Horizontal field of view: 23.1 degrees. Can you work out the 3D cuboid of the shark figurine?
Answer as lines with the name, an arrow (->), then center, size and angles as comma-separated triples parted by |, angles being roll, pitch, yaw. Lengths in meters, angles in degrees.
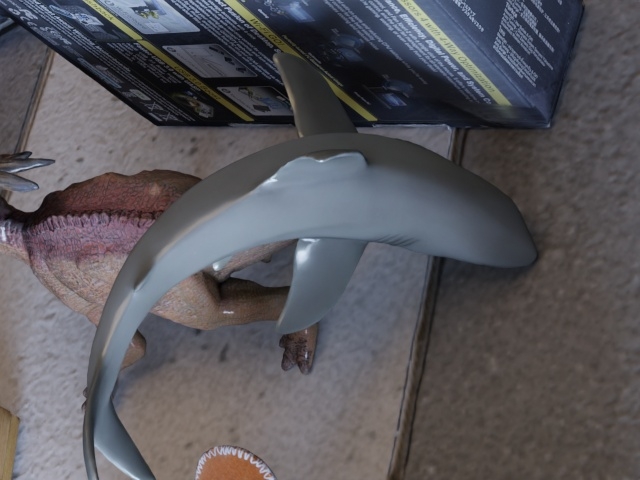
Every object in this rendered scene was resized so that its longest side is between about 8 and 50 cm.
shark figurine -> -0.028, -0.004, 0.771 | 0.278, 0.166, 0.116 | -29, -1, -21

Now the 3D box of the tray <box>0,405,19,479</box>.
tray -> -0.298, 0.301, 0.925 | 0.203, 0.076, 0.410 | -17, 53, 29

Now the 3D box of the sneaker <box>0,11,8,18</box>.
sneaker -> -0.267, -0.175, 1.192 | 0.152, 0.058, 0.084 | -60, 33, 2

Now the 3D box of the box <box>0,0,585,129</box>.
box -> -0.087, -0.186, 0.844 | 0.318, 0.395, 0.097 | 5, 68, 39

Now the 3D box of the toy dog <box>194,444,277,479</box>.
toy dog -> -0.029, 0.207, 0.717 | 0.334, 0.161, 0.220 | -12, 56, 31

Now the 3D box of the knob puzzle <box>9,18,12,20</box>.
knob puzzle -> -0.202, -0.260, 1.224 | 0.213, 0.030, 0.213 | -20, 61, 41

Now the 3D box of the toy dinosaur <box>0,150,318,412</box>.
toy dinosaur -> -0.117, -0.001, 0.887 | 0.296, 0.200, 0.127 | -11, 57, 31
